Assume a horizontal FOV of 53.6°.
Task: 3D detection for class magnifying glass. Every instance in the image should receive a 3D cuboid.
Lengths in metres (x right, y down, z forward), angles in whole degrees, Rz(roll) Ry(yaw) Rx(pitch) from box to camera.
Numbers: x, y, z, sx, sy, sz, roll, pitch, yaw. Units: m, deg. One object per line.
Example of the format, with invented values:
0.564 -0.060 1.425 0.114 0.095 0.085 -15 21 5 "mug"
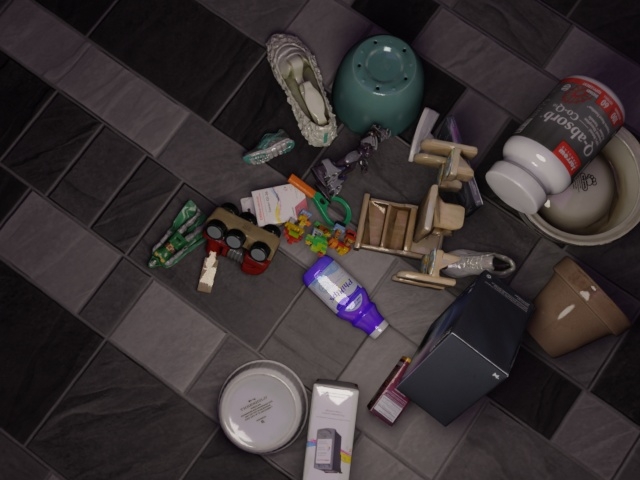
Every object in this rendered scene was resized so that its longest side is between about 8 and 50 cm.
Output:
-0.003 -0.123 1.912 0.231 0.026 0.092 37 64 -18 "magnifying glass"

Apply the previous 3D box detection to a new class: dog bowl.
0.758 -0.170 1.899 0.408 0.150 0.407 0 81 0 "dog bowl"

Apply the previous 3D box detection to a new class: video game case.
0.411 -0.214 1.881 0.026 0.196 0.274 -16 82 0 "video game case"

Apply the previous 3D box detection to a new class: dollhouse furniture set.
0.241 -0.059 1.758 0.257 0.394 0.361 11 82 2 "dollhouse furniture set"

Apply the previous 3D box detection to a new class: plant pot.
0.706 0.213 1.809 0.229 0.263 0.263 -42 83 11 "plant pot"
0.180 -0.480 1.902 0.293 0.235 0.292 0 82 1 "plant pot"

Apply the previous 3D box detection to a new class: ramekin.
-0.169 0.481 1.812 0.273 0.127 0.272 0 82 0 "ramekin"

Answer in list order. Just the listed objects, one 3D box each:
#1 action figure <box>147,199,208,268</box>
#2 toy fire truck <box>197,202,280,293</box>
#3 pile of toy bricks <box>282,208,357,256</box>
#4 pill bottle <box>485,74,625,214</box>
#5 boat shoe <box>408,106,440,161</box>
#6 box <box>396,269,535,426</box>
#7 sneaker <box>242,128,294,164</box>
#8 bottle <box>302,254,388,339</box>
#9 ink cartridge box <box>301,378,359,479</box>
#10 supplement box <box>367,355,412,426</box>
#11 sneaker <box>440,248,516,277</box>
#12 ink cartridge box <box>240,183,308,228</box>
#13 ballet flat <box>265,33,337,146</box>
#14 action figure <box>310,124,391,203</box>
-0.433 0.003 1.920 0.232 0.063 0.137 -44 87 -2 "action figure"
-0.261 0.049 1.885 0.217 0.246 0.158 27 42 -1 "toy fire truck"
0.000 0.000 1.852 0.212 0.118 0.105 26 53 -16 "pile of toy bricks"
0.636 -0.257 1.732 0.210 0.210 0.363 42 84 6 "pill bottle"
0.323 -0.324 1.970 0.063 0.066 0.184 20 72 4 "boat shoe"
0.388 0.286 1.699 0.183 0.296 0.294 37 42 5 "box"
-0.168 -0.293 1.970 0.167 0.065 0.076 -22 66 -6 "sneaker"
0.078 0.172 1.875 0.283 0.092 0.118 44 82 6 "bottle"
0.026 0.548 1.754 0.131 0.226 0.306 6 83 2 "ink cartridge box"
0.222 0.434 1.831 0.081 0.104 0.188 36 84 4 "supplement box"
0.469 0.064 1.880 0.232 0.115 0.090 0 81 0 "sneaker"
-0.141 -0.100 1.929 0.198 0.067 0.115 -12 82 -2 "ink cartridge box"
-0.049 -0.487 1.956 0.147 0.147 0.408 -25 82 -4 "ballet flat"
0.104 -0.244 1.889 0.285 0.185 0.099 -40 74 -12 "action figure"
